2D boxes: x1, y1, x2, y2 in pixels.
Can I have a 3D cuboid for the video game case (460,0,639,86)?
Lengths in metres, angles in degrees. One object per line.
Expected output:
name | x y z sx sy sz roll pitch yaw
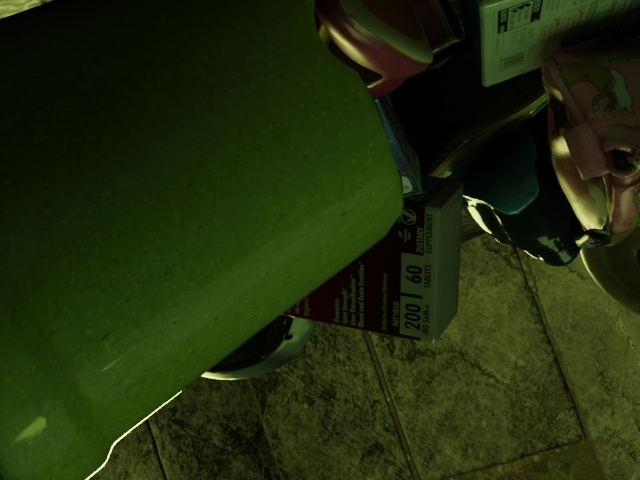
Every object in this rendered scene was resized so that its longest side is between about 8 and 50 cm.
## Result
video game case | 0.219 -0.197 0.945 0.244 0.061 0.269 -18 174 5

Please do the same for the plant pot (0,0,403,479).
plant pot | -0.106 -0.025 0.714 0.254 0.276 0.276 -29 176 -11

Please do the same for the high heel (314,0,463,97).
high heel | 0.012 -0.128 0.879 0.117 0.082 0.244 -25 -178 19

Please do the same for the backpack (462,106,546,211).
backpack | 0.203 -0.100 1.516 0.182 0.115 0.152 -16 176 -4

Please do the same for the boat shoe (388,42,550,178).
boat shoe | 0.112 -0.107 1.215 0.285 0.104 0.089 -24 170 33

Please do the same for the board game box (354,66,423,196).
board game box | -0.033 -0.064 1.074 0.201 0.035 0.136 -12 147 13

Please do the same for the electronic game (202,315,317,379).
electronic game | -0.110 0.038 1.331 0.229 0.229 0.048 -22 -160 26

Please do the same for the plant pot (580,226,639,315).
plant pot | 0.362 -0.046 1.300 0.229 0.263 0.263 -42 -172 -35

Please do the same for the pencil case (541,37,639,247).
pencil case | 0.363 -0.107 1.005 0.386 0.167 0.160 -13 146 3

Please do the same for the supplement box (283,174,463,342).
supplement box | 0.000 0.000 1.191 0.239 0.130 0.073 9 -155 21

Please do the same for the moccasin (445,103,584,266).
moccasin | 0.180 -0.057 1.301 0.137 0.117 0.342 -36 -166 19
